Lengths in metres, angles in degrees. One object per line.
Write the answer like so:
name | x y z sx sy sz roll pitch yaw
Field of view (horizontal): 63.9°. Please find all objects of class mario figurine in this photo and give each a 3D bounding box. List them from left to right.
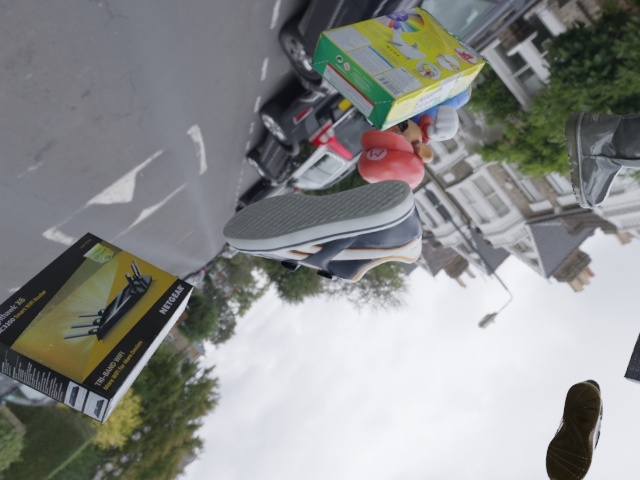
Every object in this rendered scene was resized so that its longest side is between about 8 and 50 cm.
mario figurine | 0.160 -0.227 0.923 0.320 0.170 0.198 -54 179 -35

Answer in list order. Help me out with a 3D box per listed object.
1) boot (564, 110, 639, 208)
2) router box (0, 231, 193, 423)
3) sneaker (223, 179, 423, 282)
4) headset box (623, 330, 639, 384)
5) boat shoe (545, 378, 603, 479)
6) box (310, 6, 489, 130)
boot | 0.446 -0.105 0.677 0.208 0.189 0.076 5 -121 38
router box | -0.412 0.141 0.938 0.081 0.243 0.309 -60 -176 33
sneaker | 0.000 0.000 0.792 0.321 0.127 0.126 -4 -141 30
headset box | 0.717 0.185 0.899 0.131 0.246 0.283 51 62 -79
boat shoe | 0.338 0.253 0.669 0.049 0.152 0.056 -5 -158 -43
box | 0.089 -0.183 0.524 0.179 0.105 0.043 -31 161 -34
